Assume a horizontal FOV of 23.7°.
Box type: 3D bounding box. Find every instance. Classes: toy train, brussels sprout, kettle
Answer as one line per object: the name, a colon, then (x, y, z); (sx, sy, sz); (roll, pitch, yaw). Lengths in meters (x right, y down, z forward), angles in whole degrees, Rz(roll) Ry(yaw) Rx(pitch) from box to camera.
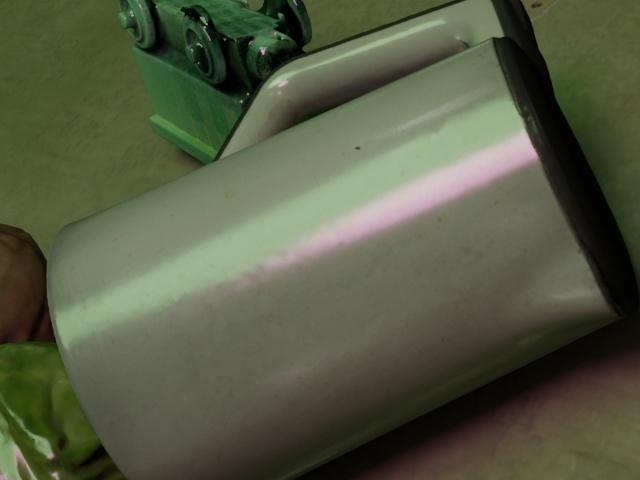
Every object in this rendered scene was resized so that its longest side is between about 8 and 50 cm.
toy train: (-0.092, -0.166, 1.472); (0.120, 0.202, 0.301); (-29, 31, -20)
brussels sprout: (-0.217, 0.196, 1.170); (0.244, 0.244, 0.244); (-24, 37, 20)
kettle: (0.016, -0.011, 1.159); (0.377, 0.250, 0.361); (-25, 41, 14)

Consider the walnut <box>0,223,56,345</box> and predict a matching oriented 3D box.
walnut: (-0.341, 0.101, 1.367); (0.227, 0.273, 0.273); (23, 63, 17)
